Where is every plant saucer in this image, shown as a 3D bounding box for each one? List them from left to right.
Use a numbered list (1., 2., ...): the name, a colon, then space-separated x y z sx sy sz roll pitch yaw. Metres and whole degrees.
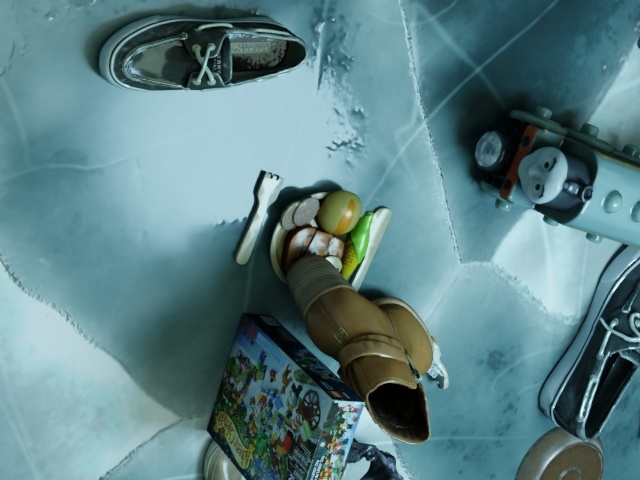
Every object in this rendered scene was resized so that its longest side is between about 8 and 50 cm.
1. plant saucer: 0.362 0.352 1.832 0.168 0.029 0.168 -12 116 -26

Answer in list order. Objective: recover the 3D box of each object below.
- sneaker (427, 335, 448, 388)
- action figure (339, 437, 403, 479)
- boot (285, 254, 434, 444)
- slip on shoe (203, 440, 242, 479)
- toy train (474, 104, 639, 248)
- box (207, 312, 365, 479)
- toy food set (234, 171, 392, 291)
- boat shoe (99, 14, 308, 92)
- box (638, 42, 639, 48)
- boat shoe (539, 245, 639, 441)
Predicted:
1. sneaker: 0.143 0.164 1.619 0.037 0.032 0.083 -24 117 -5
2. action figure: 0.002 0.383 1.559 0.164 0.141 0.275 30 77 -39
3. boot: 0.086 0.148 1.438 0.109 0.220 0.283 -38 136 4
4. slip on shoe: -0.117 0.307 1.509 0.051 0.041 0.135 -1 111 -31
5. toy train: 0.351 -0.064 1.544 0.334 0.190 0.142 16 101 -35
6. box: -0.045 0.200 1.387 0.044 0.233 0.159 10 104 -32
7. toy food set: 0.000 0.000 1.450 0.192 0.038 0.132 14 102 -35
8. boat shoe: -0.118 -0.194 1.275 0.219 0.070 0.077 -13 116 -27
9. box: 0.511 -0.244 1.604 0.137 0.126 0.072 22 96 -36
10. boat shoe: 0.424 0.139 1.729 0.113 0.105 0.306 33 91 -37
